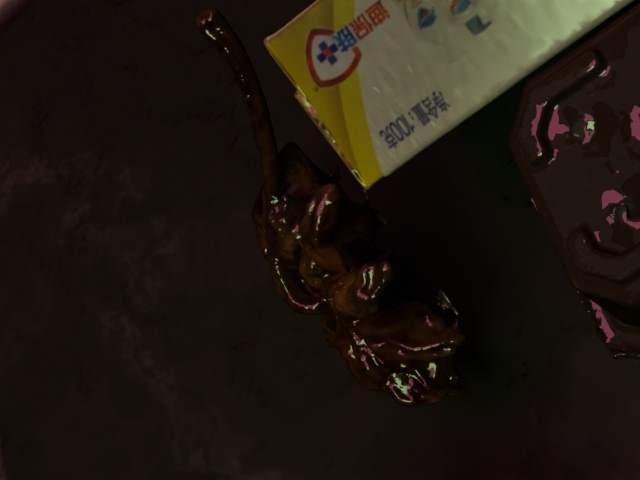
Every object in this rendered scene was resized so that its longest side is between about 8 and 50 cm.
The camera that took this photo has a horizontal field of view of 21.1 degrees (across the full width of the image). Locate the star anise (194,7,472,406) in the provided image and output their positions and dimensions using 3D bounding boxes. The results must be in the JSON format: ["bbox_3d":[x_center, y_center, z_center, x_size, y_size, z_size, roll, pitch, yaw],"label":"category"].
[{"bbox_3d":[0.000,-0.003,0.945,0.073,0.177,0.234,-29,78,-8],"label":"star anise"}]

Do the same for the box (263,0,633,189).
[{"bbox_3d":[0.116,-0.151,0.898,0.265,0.168,0.097,-36,92,25],"label":"box"}]

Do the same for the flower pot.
[{"bbox_3d":[0.192,-0.058,0.787,0.251,0.084,0.178,-35,64,27],"label":"flower pot"}]
